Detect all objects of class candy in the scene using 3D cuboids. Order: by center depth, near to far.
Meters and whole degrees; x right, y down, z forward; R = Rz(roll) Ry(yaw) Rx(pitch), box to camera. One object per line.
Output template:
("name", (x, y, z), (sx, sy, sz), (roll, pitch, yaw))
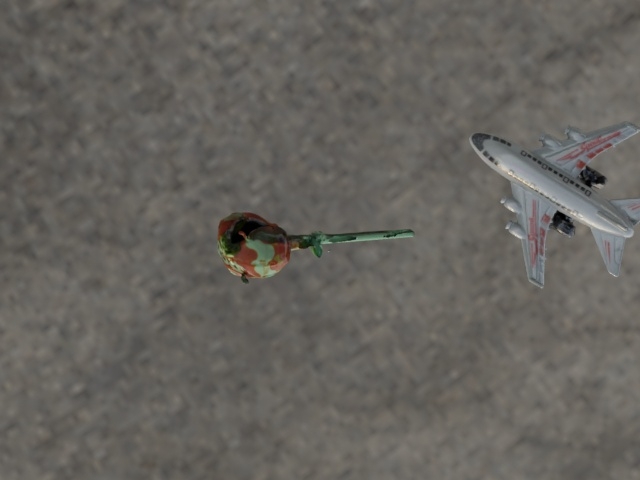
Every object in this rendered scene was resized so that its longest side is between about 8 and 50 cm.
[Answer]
("candy", (0.000, 0.000, 1.480), (0.184, 0.056, 0.049), (-4, 143, -40))

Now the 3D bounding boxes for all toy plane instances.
("toy plane", (0.204, -0.046, 1.730), (0.162, 0.171, 0.065), (-58, 163, 3))
